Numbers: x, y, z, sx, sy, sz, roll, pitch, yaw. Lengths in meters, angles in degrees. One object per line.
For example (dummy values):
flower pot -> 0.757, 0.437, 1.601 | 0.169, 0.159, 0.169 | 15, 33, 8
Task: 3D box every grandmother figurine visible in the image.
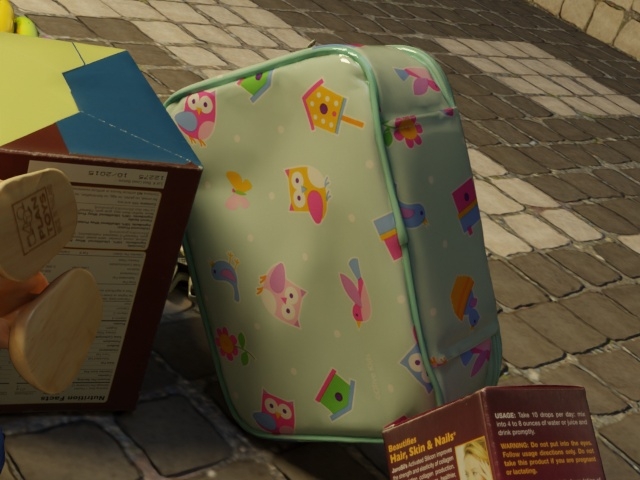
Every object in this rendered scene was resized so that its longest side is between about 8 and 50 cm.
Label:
grandmother figurine -> -0.303, 0.008, 0.638 | 0.342, 0.208, 0.104 | 0, 15, 23

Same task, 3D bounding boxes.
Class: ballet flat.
ballet flat -> -0.114, 0.033, 0.929 | 0.114, 0.041, 0.041 | 21, 25, 4

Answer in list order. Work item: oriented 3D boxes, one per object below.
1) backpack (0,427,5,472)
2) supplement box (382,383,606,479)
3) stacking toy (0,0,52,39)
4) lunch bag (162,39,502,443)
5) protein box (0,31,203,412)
backpack -> -0.240, 0.125, 0.592 | 0.120, 0.098, 0.101 | 19, 54, -2
supplement box -> 0.108, 0.185, 0.608 | 0.080, 0.104, 0.188 | 4, 66, -31
stacking toy -> -0.319, -0.172, 1.079 | 0.301, 0.175, 0.165 | 24, -11, -31
lunch bag -> 0.000, 0.000, 0.767 | 0.224, 0.279, 0.108 | -9, 6, 41
protein box -> -0.197, -0.015, 0.770 | 0.136, 0.201, 0.200 | 4, 30, -29
